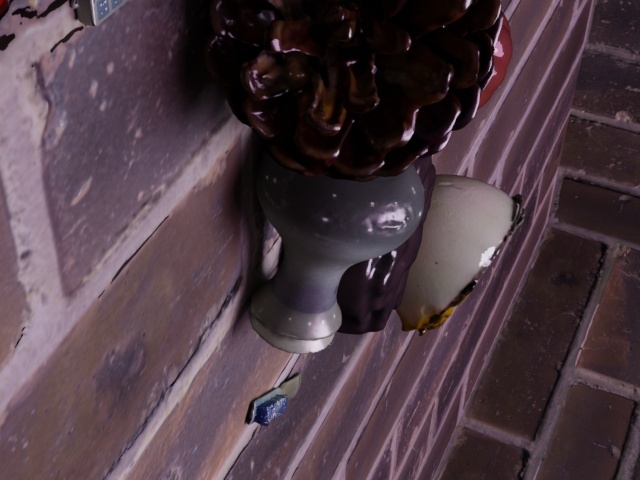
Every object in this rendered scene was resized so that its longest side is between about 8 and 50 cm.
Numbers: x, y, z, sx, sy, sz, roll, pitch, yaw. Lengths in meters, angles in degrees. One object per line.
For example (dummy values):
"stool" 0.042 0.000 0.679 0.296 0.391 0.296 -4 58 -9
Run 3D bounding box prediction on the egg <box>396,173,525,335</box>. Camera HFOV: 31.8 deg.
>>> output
"egg" 0.184 0.005 1.827 0.264 0.174 0.286 -55 180 -45

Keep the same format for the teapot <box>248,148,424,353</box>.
"teapot" 0.000 0.000 1.235 0.183 0.183 0.251 -50 165 -53

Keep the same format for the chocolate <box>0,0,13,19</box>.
"chocolate" -0.218 -0.123 0.630 0.086 0.028 0.182 94 21 -59

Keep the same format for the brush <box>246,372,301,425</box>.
"brush" -0.051 0.210 1.497 0.178 0.030 0.033 -18 114 -70

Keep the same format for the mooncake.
"mooncake" 0.063 -0.015 1.450 0.283 0.141 0.283 18 90 -76

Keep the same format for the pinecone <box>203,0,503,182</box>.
"pinecone" 0.038 -0.192 1.004 0.296 0.242 0.298 -45 135 -69

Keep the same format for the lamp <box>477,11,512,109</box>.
"lamp" 0.183 -0.259 1.572 0.182 0.140 0.182 -40 -141 43

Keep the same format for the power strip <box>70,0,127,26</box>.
"power strip" -0.148 -0.189 0.805 0.090 0.016 0.040 -55 156 -45
